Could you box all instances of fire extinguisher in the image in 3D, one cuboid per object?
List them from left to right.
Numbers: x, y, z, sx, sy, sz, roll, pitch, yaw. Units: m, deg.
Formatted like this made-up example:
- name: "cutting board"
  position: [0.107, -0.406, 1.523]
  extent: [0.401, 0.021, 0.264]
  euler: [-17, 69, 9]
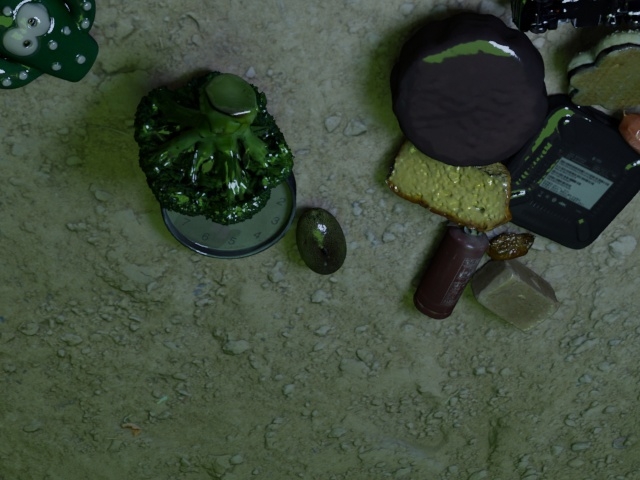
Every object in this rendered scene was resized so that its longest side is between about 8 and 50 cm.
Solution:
- name: "fire extinguisher"
  position: [0.287, 0.039, 2.076]
  extent: [0.104, 0.105, 0.269]
  euler: [11, 127, -15]

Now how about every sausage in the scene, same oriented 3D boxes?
- name: "sausage"
  position: [0.632, -0.186, 1.876]
  extent: [0.169, 0.065, 0.065]
  euler: [33, 118, -24]

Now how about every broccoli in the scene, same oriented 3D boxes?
- name: "broccoli"
  position: [-0.182, -0.186, 1.706]
  extent: [0.297, 0.298, 0.297]
  euler: [7, 148, -12]

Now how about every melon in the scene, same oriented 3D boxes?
- name: "melon"
  position: [0.000, 0.000, 2.004]
  extent: [0.099, 0.099, 0.162]
  euler: [-15, 130, 5]

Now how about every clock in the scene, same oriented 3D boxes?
- name: "clock"
  position: [-0.181, -0.081, 1.943]
  extent: [0.280, 0.055, 0.281]
  euler: [-3, 130, -4]

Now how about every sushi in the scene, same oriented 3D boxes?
- name: "sushi"
  position: [0.399, 0.008, 2.087]
  extent: [0.118, 0.061, 0.060]
  euler: [-19, 127, -20]

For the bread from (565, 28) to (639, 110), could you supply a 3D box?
- name: "bread"
  position: [0.542, -0.312, 1.769]
  extent: [0.207, 0.056, 0.286]
  euler: [1, 161, -10]

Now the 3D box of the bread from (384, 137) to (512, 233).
- name: "bread"
  position: [0.269, -0.116, 1.914]
  extent: [0.260, 0.134, 0.129]
  euler: [24, 114, 20]

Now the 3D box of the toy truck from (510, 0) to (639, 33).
- name: "toy truck"
  position: [0.457, -0.424, 1.697]
  extent: [0.259, 0.121, 0.088]
  euler: [-6, 130, -3]

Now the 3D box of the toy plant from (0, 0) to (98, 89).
- name: "toy plant"
  position: [-0.488, -0.359, 1.640]
  extent: [0.243, 0.112, 0.233]
  euler: [1, 120, -28]

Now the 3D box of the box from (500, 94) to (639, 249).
- name: "box"
  position: [0.500, -0.128, 1.972]
  extent: [0.290, 0.073, 0.289]
  euler: [22, 121, -23]

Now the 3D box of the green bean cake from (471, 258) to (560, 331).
- name: "green bean cake"
  position: [0.426, 0.115, 2.156]
  extent: [0.179, 0.085, 0.109]
  euler: [32, 121, -27]

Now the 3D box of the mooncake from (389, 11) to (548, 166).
- name: "mooncake"
  position: [0.266, -0.274, 1.767]
  extent: [0.282, 0.141, 0.283]
  euler: [4, 131, 5]
